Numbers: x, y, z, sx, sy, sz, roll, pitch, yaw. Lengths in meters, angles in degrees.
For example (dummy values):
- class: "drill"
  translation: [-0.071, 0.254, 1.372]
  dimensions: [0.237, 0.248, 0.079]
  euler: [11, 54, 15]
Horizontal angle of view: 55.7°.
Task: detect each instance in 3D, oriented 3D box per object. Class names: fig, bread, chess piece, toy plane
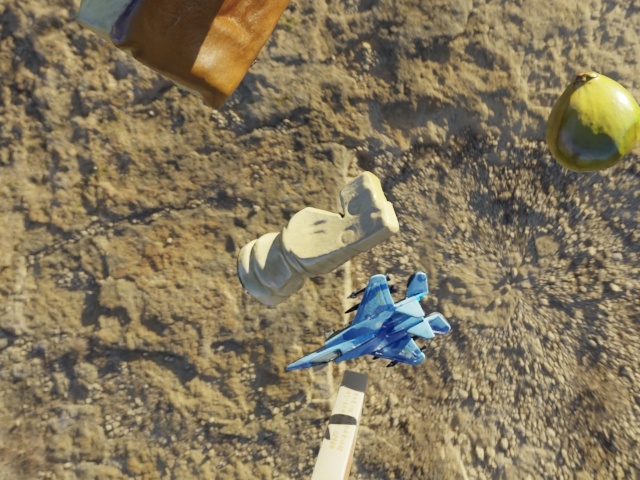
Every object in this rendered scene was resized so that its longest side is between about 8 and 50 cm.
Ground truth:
- class: "fig"
  translation: [0.418, -0.177, 0.936]
  dimensions: [0.136, 0.121, 0.152]
  euler: [-18, 63, 17]
- class: "bread"
  translation: [-0.198, -0.420, 1.024]
  dimensions: [0.143, 0.333, 0.323]
  euler: [35, 97, 21]
- class: "chess piece"
  translation: [0.000, 0.000, 0.711]
  dimensions: [0.201, 0.090, 0.090]
  euler: [-31, 77, 31]
- class: "toy plane"
  translation: [0.061, 0.140, 0.902]
  dimensions: [0.247, 0.078, 0.169]
  euler: [-23, 113, 15]

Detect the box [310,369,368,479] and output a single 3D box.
- class: "box"
  translation: [0.015, 0.391, 0.968]
  dimensions: [0.051, 0.365, 0.204]
  euler: [13, 113, 8]
